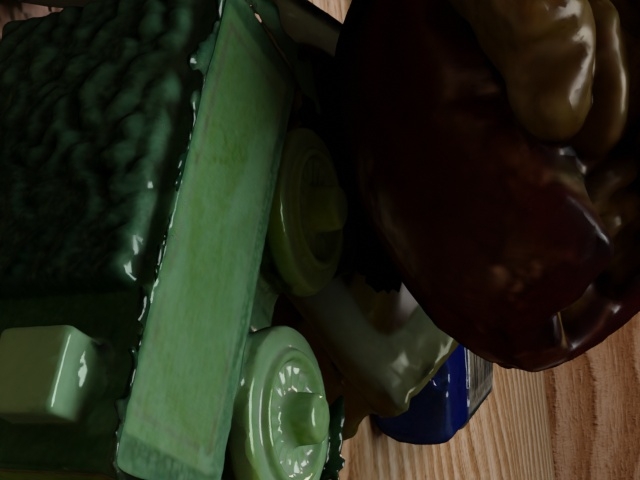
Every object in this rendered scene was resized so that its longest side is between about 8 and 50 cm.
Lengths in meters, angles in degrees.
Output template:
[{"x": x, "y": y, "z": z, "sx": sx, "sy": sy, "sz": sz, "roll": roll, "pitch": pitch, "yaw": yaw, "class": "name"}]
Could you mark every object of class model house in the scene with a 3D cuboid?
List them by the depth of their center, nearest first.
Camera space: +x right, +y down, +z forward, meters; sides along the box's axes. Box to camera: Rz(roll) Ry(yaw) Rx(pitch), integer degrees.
[{"x": -0.006, "y": 0.008, "z": 0.670, "sx": 0.239, "sy": 0.173, "sz": 0.268, "roll": 132, "pitch": -29, "yaw": -61, "class": "model house"}]

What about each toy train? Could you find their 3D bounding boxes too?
[{"x": -0.080, "y": 0.018, "z": 0.431, "sx": 0.188, "sy": 0.159, "sz": 0.272, "roll": 50, "pitch": 43, "yaw": -53, "class": "toy train"}]

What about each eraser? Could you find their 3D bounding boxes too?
[{"x": 0.147, "y": 0.151, "z": 1.147, "sx": 0.332, "sy": 0.101, "sz": 0.155, "roll": -7, "pitch": 93, "yaw": -70, "class": "eraser"}]

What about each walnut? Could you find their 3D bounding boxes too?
[{"x": 0.112, "y": -0.089, "z": 0.470, "sx": 0.269, "sy": 0.221, "sz": 0.244, "roll": -103, "pitch": 176, "yaw": -48, "class": "walnut"}]

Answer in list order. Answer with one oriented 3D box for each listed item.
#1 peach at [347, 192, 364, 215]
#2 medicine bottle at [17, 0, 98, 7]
[{"x": 0.095, "y": -0.051, "z": 0.840, "sx": 0.184, "sy": 0.184, "sz": 0.184, "roll": -5, "pitch": 90, "yaw": -72, "class": "peach"}, {"x": -0.084, "y": -0.281, "z": 0.417, "sx": 0.202, "sy": 0.202, "sz": 0.316, "roll": -20, "pitch": 104, "yaw": -71, "class": "medicine bottle"}]
